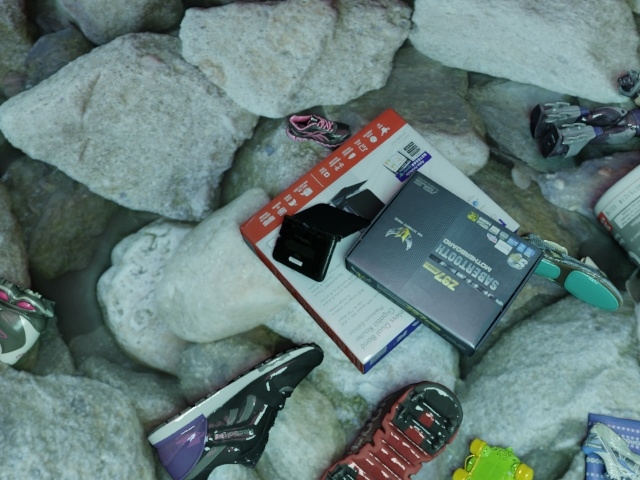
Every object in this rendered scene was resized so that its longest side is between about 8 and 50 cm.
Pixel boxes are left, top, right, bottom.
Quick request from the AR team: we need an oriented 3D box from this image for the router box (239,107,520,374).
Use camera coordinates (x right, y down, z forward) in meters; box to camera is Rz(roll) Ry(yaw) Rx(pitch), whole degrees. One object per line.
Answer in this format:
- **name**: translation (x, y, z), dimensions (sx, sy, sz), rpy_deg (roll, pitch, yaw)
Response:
- **router box**: translation (0.093, -0.009, 1.090), dimensions (0.335, 0.082, 0.301), rpy_deg (-40, 70, -12)

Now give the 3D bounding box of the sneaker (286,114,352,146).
- **sneaker**: translation (-0.003, -0.201, 1.191), dimensions (0.119, 0.057, 0.047), rpy_deg (3, 66, 4)

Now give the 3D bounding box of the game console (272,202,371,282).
- **game console**: translation (0.000, 0.000, 1.010), dimensions (0.122, 0.071, 0.107), rpy_deg (23, 97, 47)

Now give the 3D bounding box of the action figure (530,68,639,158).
- **action figure**: translation (0.512, -0.197, 1.136), dimensions (0.284, 0.099, 0.185), rpy_deg (-8, 58, -4)

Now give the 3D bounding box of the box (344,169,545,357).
- **box**: translation (0.180, 0.030, 0.990), dimensions (0.232, 0.059, 0.183), rpy_deg (36, 75, 17)

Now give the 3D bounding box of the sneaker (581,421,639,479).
- **sneaker**: translation (0.423, 0.319, 0.927), dimensions (0.058, 0.052, 0.135), rpy_deg (-46, 61, -4)

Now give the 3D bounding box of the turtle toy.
- **turtle toy**: translation (0.237, 0.348, 0.939), dimensions (0.095, 0.066, 0.130), rpy_deg (24, 72, 38)

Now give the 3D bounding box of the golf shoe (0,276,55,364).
- **golf shoe**: translation (-0.571, 0.097, 1.081), dimensions (0.272, 0.105, 0.120), rpy_deg (22, 78, 13)

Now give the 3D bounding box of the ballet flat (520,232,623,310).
- **ballet flat**: translation (0.394, 0.042, 1.063), dimensions (0.188, 0.070, 0.070), rpy_deg (29, 72, 11)

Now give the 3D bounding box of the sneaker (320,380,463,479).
- **sneaker**: translation (0.093, 0.303, 0.954), dimensions (0.097, 0.135, 0.276), rpy_deg (42, 99, 6)

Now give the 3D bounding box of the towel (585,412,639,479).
- **towel**: translation (0.482, 0.425, 0.914), dimensions (0.243, 0.040, 0.336), rpy_deg (8, 67, 10)

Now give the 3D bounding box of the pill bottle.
- **pill bottle**: translation (0.565, 0.014, 1.007), dimensions (0.161, 0.161, 0.283), rpy_deg (-29, 68, -8)

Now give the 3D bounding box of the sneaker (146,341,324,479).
- **sneaker**: translation (-0.103, 0.262, 0.995), dimensions (0.283, 0.107, 0.124), rpy_deg (-31, 83, -5)
